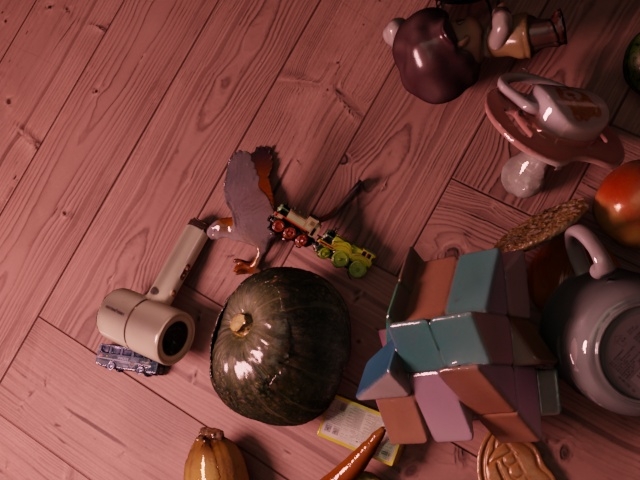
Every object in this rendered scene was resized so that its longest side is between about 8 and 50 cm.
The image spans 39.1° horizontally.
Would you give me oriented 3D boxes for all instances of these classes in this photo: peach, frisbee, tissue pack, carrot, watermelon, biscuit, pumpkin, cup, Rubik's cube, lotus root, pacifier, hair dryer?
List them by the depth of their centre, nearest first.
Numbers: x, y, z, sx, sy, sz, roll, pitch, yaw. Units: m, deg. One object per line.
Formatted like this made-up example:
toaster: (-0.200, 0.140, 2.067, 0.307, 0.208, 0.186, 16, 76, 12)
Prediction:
cup: (0.541, 0.138, 1.650, 0.259, 0.274, 0.356, -22, 93, 2)
Rubik's cube: (0.269, 0.200, 1.737, 0.358, 0.368, 0.387, -14, 74, 36)
peach: (0.632, -0.069, 1.782, 0.184, 0.184, 0.184, -4, 77, 16)
biscuit: (0.392, 0.479, 1.805, 0.142, 0.029, 0.220, -30, 71, 9)
biscuit: (0.442, -0.025, 1.813, 0.220, 0.220, 0.033, -31, 95, 8)
pacifier: (0.466, -0.213, 1.829, 0.220, 0.332, 0.273, 18, 107, 57)
watermelon: (0.688, -0.346, 1.842, 0.141, 0.141, 0.187, 12, 85, 19)
frisbee: (0.522, 0.082, 1.852, 0.192, 0.035, 0.192, -4, 77, 17)
carrot: (0.032, 0.504, 1.865, 0.069, 0.069, 0.336, 47, 106, 21)
pumpkin: (-0.087, 0.217, 1.892, 0.292, 0.257, 0.327, -12, 61, 42)
tissue pack: (0.094, 0.397, 1.897, 0.176, 0.062, 0.095, 18, 86, 19)
lotus root: (-0.220, 0.551, 1.923, 0.146, 0.131, 0.303, -16, 71, 37)
hair dryer: (-0.345, 0.092, 2.073, 0.203, 0.128, 0.362, 18, 72, 32)

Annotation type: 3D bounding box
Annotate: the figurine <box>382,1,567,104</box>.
figurine: (0.322, -0.430, 1.901, 0.365, 0.218, 0.206, -23, 106, 19)

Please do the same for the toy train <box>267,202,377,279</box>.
toy train: (0.000, 0.000, 1.973, 0.250, 0.053, 0.085, 29, 91, -6)

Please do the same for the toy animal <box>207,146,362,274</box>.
toy animal: (-0.093, -0.050, 2.049, 0.284, 0.225, 0.302, 22, 98, 0)

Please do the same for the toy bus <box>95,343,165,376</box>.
toy bus: (-0.441, 0.278, 2.097, 0.166, 0.047, 0.065, 5, 75, 19)

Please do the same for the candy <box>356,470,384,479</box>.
candy: (0.091, 0.633, 1.834, 0.187, 0.081, 0.297, 25, 86, 22)

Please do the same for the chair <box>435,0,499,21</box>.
chair: (0.311, -0.565, 1.963, 0.140, 0.221, 0.145, 0, 78, 18)
